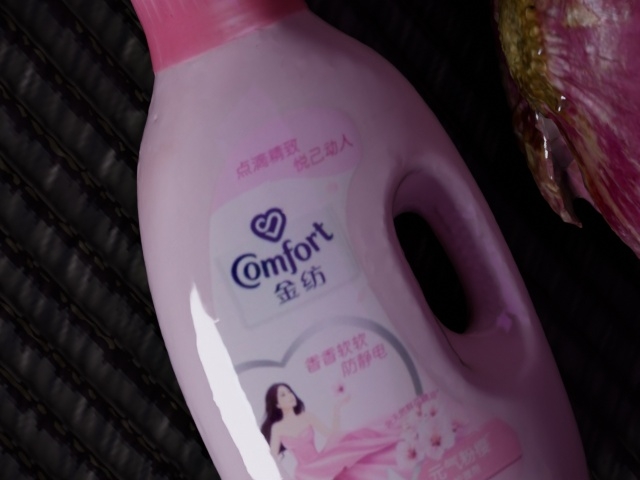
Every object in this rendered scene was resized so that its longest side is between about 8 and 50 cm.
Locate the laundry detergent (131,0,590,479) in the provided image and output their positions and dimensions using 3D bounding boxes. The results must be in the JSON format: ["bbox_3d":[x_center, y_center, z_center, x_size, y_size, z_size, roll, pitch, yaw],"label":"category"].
[{"bbox_3d":[0.000,0.000,0.715,0.159,0.088,0.335,-25,98,-22],"label":"laundry detergent"}]

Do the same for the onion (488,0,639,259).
[{"bbox_3d":[0.193,-0.113,0.686,0.272,0.230,0.256,-35,118,5],"label":"onion"}]
